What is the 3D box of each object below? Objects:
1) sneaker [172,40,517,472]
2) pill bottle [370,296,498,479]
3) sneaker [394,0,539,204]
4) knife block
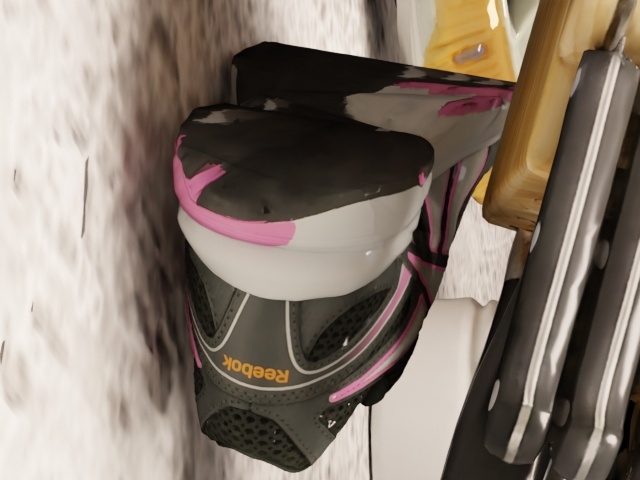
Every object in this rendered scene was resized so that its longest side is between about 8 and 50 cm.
[{"bbox_3d":[0.000,0.000,0.471,0.178,0.072,0.077,-38,139,-67],"label":"sneaker"},{"bbox_3d":[0.139,0.072,0.733,0.131,0.229,0.131,-1,90,-80],"label":"pill bottle"},{"bbox_3d":[0.051,-0.152,0.695,0.131,0.112,0.296,-105,-174,-48],"label":"sneaker"},{"bbox_3d":[0.090,-0.036,0.440,0.276,0.088,0.242,-73,180,-52],"label":"knife block"}]
